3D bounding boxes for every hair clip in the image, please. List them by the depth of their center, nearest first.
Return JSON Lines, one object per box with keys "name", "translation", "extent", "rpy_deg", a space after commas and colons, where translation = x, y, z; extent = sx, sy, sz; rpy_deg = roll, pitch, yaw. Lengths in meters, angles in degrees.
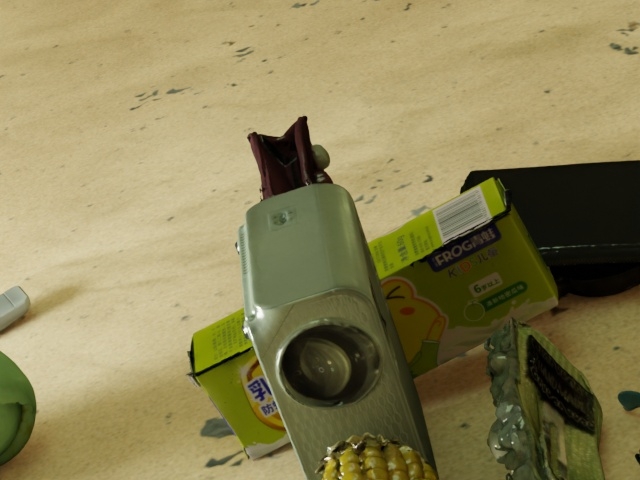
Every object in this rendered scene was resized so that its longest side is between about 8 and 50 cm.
{"name": "hair clip", "translation": [0.177, 0.188, 1.409], "extent": [0.091, 0.138, 0.321], "rpy_deg": [-45, 22, 17]}

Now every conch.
{"name": "conch", "translation": [-0.369, 0.177, 1.716], "extent": [0.137, 0.143, 0.250], "rpy_deg": [35, 22, 11]}

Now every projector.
{"name": "projector", "translation": [0.014, 0.107, 1.508], "extent": [0.108, 0.250, 0.198], "rpy_deg": [-17, 27, 3]}

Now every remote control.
{"name": "remote control", "translation": [-0.402, 0.111, 2.031], "extent": [0.184, 0.027, 0.050], "rpy_deg": [-31, 27, -13]}

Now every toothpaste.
{"name": "toothpaste", "translation": [0.047, 0.070, 1.647], "extent": [0.327, 0.110, 0.077], "rpy_deg": [-28, 27, 9]}

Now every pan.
{"name": "pan", "translation": [0.235, 0.036, 1.729], "extent": [0.212, 0.040, 0.115], "rpy_deg": [-29, 29, -29]}

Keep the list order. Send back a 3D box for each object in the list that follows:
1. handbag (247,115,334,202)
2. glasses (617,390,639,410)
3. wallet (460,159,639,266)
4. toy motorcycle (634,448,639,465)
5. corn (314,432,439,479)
{"name": "handbag", "translation": [0.003, -0.001, 1.774], "extent": [0.074, 0.203, 0.216], "rpy_deg": [-24, 24, 2]}
{"name": "glasses", "translation": [0.369, 0.117, 1.497], "extent": [0.189, 0.088, 0.220], "rpy_deg": [-37, 11, -29]}
{"name": "wallet", "translation": [0.254, -0.023, 1.736], "extent": [0.250, 0.044, 0.149], "rpy_deg": [-4, 37, 3]}
{"name": "toy motorcycle", "translation": [0.274, 0.214, 1.301], "extent": [0.074, 0.106, 0.190], "rpy_deg": [-36, 21, 10]}
{"name": "corn", "translation": [0.057, 0.265, 1.308], "extent": [0.115, 0.115, 0.318], "rpy_deg": [-16, 41, 6]}
